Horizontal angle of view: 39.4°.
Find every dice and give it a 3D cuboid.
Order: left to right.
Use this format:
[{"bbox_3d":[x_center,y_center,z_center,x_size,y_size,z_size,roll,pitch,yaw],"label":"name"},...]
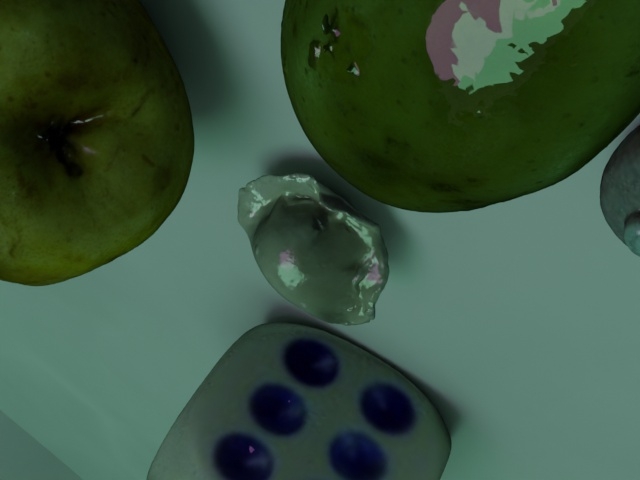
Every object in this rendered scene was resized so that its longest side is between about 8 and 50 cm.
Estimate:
[{"bbox_3d":[-0.029,0.298,1.168,0.304,0.277,0.304,33,148,8],"label":"dice"}]

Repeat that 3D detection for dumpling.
[{"bbox_3d":[0.000,0.000,0.889,0.188,0.108,0.127,48,124,3],"label":"dumpling"}]

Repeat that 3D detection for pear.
[{"bbox_3d":[-0.275,-0.114,0.803,0.303,0.304,0.304,24,148,16],"label":"pear"}]

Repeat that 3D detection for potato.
[{"bbox_3d":[0.095,-0.133,0.498,0.216,0.216,0.304,41,141,-12],"label":"potato"}]

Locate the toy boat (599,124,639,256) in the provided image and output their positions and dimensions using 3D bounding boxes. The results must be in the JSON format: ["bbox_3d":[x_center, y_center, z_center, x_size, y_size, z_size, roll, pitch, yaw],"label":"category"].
[{"bbox_3d":[0.292,-0.022,0.584,0.227,0.085,0.155,4,139,40],"label":"toy boat"}]
